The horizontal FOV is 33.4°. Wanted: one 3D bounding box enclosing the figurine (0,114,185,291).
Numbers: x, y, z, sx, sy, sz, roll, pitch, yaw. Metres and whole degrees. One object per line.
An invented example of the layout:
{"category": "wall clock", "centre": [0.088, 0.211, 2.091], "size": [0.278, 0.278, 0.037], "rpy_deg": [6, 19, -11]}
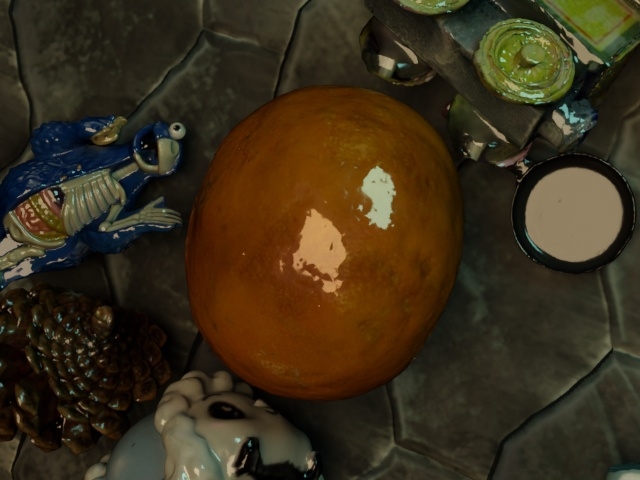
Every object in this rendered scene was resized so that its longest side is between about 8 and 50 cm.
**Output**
{"category": "figurine", "centre": [-0.253, -0.045, 1.122], "size": [0.262, 0.121, 0.164], "rpy_deg": [-17, 73, 6]}

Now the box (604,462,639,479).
{"category": "box", "centre": [0.337, 0.261, 0.901], "size": [0.227, 0.162, 0.130], "rpy_deg": [2, 82, 19]}

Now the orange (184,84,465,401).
{"category": "orange", "centre": [0.000, 0.000, 0.943], "size": [0.226, 0.284, 0.284], "rpy_deg": [17, 99, -17]}

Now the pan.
{"category": "pan", "centre": [0.197, -0.057, 0.996], "size": [0.212, 0.040, 0.115], "rpy_deg": [41, 105, 6]}

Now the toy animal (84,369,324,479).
{"category": "toy animal", "centre": [-0.115, 0.224, 1.045], "size": [0.204, 0.208, 0.156], "rpy_deg": [-48, 51, 15]}

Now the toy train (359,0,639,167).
{"category": "toy train", "centre": [0.152, -0.188, 0.940], "size": [0.177, 0.134, 0.261], "rpy_deg": [-40, 77, -24]}

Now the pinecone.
{"category": "pinecone", "centre": [-0.274, 0.131, 1.098], "size": [0.212, 0.185, 0.169], "rpy_deg": [-13, 49, 52]}
